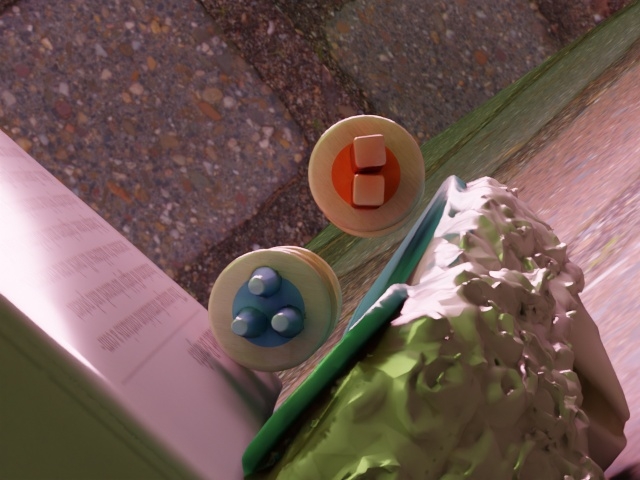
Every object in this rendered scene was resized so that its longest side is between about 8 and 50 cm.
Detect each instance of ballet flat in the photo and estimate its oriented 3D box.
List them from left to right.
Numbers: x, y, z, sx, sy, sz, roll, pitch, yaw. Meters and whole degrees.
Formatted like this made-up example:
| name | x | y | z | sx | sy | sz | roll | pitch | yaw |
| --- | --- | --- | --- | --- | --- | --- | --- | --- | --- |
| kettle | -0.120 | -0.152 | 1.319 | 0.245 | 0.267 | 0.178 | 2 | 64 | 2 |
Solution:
| name | x | y | z | sx | sy | sz | roll | pitch | yaw |
| --- | --- | --- | --- | --- | --- | --- | --- | --- | --- |
| ballet flat | 0.059 | 0.072 | 0.757 | 0.147 | 0.147 | 0.409 | -39 | 2 | 13 |

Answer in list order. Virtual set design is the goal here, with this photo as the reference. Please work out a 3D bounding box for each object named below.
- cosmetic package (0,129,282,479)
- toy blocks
| name | x | y | z | sx | sy | sz | roll | pitch | yaw |
| --- | --- | --- | --- | --- | --- | --- | --- | --- | --- |
| cosmetic package | -0.267 | 0.067 | 0.753 | 0.327 | 0.394 | 0.329 | -48 | 0 | 3 |
| toy blocks | 0.000 | 0.000 | 0.829 | 0.123 | 0.054 | 0.148 | -56 | -3 | 2 |
